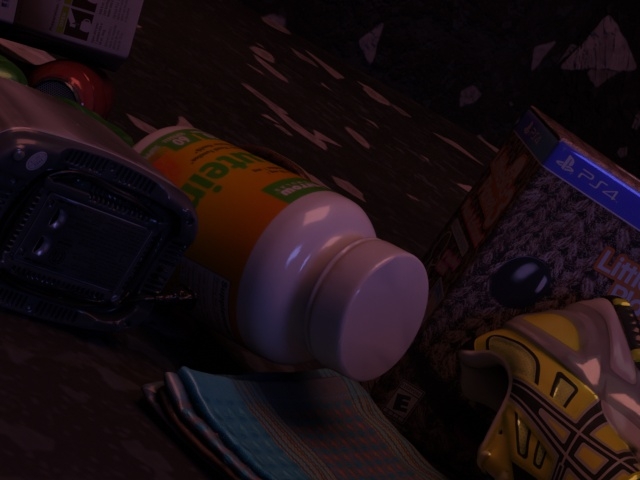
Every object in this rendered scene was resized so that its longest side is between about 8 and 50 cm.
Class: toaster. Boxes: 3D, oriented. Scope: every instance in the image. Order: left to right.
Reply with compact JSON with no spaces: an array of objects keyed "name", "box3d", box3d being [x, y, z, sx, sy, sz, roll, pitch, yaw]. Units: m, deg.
[{"name":"toaster","box3d":[-0.192,-0.029,1.055,0.227,0.129,0.146,21,16,-43]}]

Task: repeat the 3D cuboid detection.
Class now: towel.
[{"name":"towel","box3d":[0.072,0.212,1.039,0.370,0.040,0.271,41,15,26]}]

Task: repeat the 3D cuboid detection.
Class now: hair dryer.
[{"name":"hair dryer","box3d":[-0.296,-0.172,1.432,0.293,0.080,0.223,20,19,-51]}]

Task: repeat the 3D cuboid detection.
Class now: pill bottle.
[{"name":"pill bottle","box3d":[-0.043,0.012,1.144,0.245,0.136,0.136,26,5,35]}]

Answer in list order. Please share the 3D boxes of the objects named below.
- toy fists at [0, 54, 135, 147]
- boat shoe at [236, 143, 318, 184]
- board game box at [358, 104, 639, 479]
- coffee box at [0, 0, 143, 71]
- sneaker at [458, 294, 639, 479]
[{"name":"toy fists","box3d":[-0.249,-0.091,1.219,0.279,0.096,0.142,31,14,-23]},{"name":"boat shoe","box3d":[-0.006,0.006,1.532,0.257,0.095,0.095,46,2,22]},{"name":"board game box","box3d":[0.206,0.073,1.322,0.232,0.291,0.141,32,13,-11]},{"name":"coffee box","box3d":[-0.299,-0.249,1.454,0.246,0.098,0.141,16,-3,-13]},{"name":"sneaker","box3d":[0.195,0.198,1.097,0.147,0.145,0.385,-9,35,1]}]
